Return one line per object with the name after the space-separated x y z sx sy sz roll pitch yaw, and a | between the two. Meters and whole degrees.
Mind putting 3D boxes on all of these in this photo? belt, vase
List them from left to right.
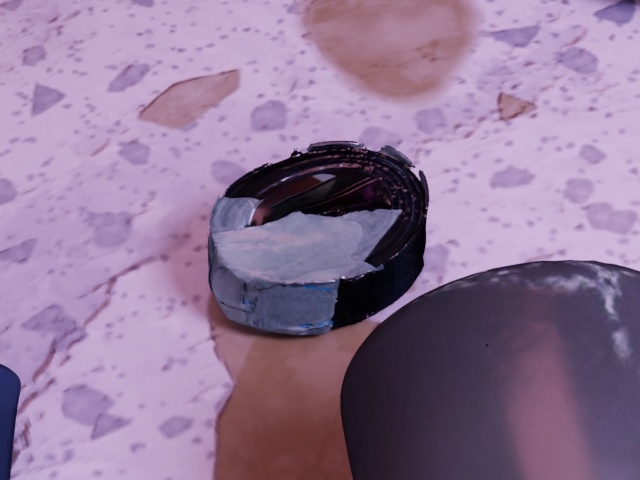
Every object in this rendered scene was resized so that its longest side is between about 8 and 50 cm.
0.000 0.000 0.806 0.140 0.058 0.105 -22 52 -18 | belt
0.104 0.178 0.546 0.173 0.173 0.321 -6 50 2 | vase

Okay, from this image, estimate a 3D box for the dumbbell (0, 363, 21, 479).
-0.307 0.066 0.722 0.316 0.143 0.156 23 52 28 | dumbbell
